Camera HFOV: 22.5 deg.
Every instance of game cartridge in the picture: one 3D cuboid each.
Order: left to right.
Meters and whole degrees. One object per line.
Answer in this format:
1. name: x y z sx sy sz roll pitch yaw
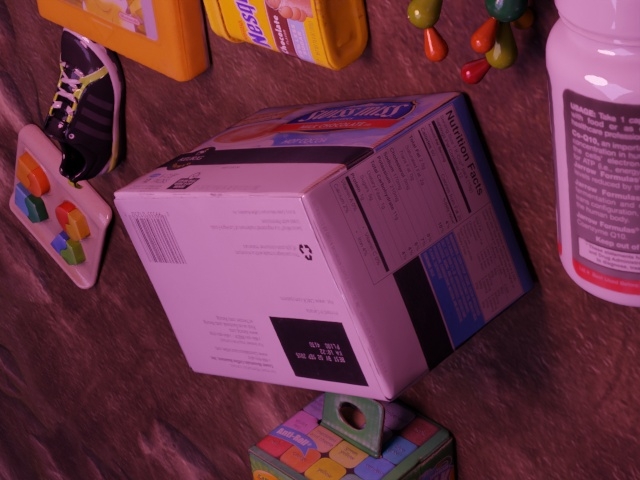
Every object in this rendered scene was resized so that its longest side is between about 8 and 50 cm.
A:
1. game cartridge: -0.254 -0.366 1.830 0.285 0.052 0.324 27 140 37

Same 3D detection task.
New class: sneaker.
1. sneaker: -0.304 -0.162 2.039 0.084 0.097 0.235 30 140 34

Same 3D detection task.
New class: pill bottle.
1. pill bottle: 0.263 -0.102 1.277 0.161 0.161 0.283 25 137 39

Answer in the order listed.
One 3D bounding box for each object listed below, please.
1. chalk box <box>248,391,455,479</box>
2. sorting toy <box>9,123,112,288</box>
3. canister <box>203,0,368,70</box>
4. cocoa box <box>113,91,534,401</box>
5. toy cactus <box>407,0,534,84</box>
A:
1. chalk box: 0.041 0.296 1.925 0.180 0.179 0.289 27 139 37
2. sorting toy: -0.382 -0.042 2.310 0.193 0.038 0.208 47 147 13
3. canister: -0.038 -0.247 1.628 0.170 0.073 0.126 22 139 39
4. cocoa box: 0.000 0.000 1.658 0.347 0.228 0.231 2 120 53
5. toy cactus: 0.142 -0.250 1.386 0.180 0.112 0.219 -16 105 37
